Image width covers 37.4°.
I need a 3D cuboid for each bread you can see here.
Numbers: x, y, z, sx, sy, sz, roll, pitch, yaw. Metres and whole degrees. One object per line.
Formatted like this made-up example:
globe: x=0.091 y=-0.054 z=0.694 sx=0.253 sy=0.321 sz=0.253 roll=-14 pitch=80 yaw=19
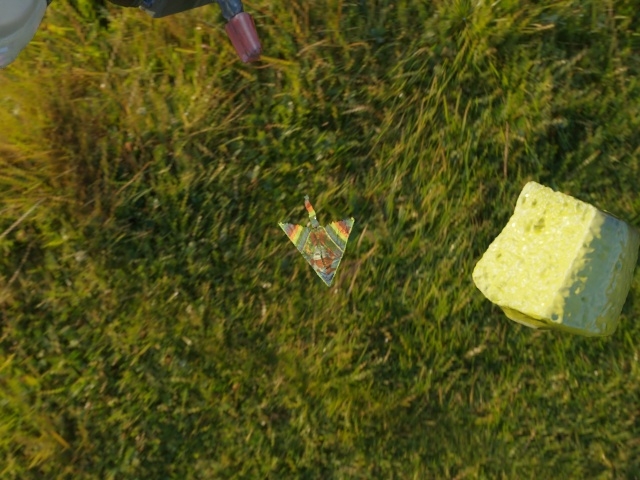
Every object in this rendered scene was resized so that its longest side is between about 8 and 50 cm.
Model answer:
bread: x=0.208 y=0.022 z=0.806 sx=0.111 sy=0.129 sz=0.114 roll=16 pitch=100 yaw=-38

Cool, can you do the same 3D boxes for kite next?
kite: x=0.000 y=0.000 z=0.886 sx=0.122 sy=0.004 sz=0.090 roll=-11 pitch=95 yaw=55

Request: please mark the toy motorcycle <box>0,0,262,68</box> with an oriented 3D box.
toy motorcycle: x=-0.123 y=-0.105 z=0.373 sx=0.221 sy=0.102 sz=0.150 roll=-25 pitch=84 yaw=-28
